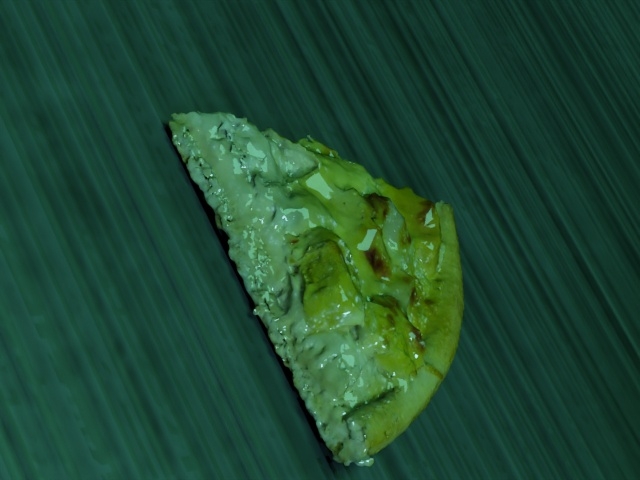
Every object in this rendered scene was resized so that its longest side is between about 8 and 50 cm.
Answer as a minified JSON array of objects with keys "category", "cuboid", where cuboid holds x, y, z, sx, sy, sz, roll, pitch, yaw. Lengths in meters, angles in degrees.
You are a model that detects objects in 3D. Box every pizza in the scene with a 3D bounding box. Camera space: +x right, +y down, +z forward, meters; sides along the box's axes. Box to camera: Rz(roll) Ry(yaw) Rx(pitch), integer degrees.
[{"category":"pizza","cuboid":[0.000,0.000,0.457,0.108,0.026,0.123,42,33,-13]}]
